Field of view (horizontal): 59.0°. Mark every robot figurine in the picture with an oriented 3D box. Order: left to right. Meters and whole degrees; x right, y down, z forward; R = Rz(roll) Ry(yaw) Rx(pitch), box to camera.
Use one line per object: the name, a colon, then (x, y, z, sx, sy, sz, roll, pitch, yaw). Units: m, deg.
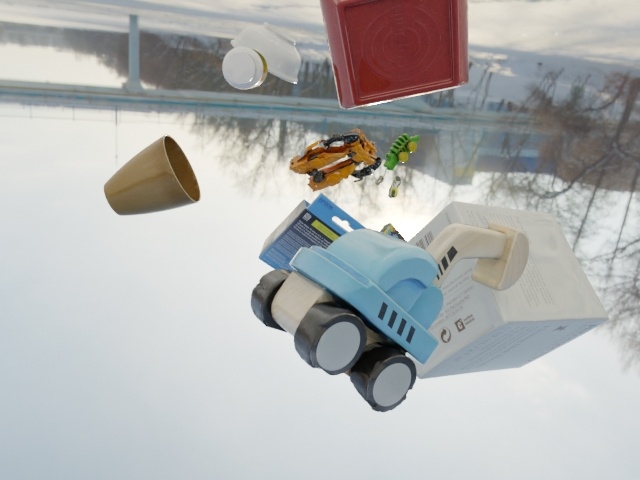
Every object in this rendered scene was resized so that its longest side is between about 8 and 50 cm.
robot figurine: (0.053, -0.266, 1.842, 0.290, 0.211, 0.085, -21, -132, 28)

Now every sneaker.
sneaker: (0.246, -0.181, 1.913, 0.031, 0.083, 0.035, 25, 162, -19)

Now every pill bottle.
pill bottle: (-0.257, -0.584, 1.917, 0.136, 0.137, 0.246, 6, -164, -2)

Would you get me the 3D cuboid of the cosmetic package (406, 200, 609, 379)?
cosmetic package: (0.432, 0.133, 1.458, 0.393, 0.329, 0.328, 3, -125, -32)

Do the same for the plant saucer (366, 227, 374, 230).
plant saucer: (0.158, -0.017, 1.978, 0.083, 0.015, 0.083, -5, -133, 5)

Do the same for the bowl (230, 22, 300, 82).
bowl: (-0.187, -0.748, 2.193, 0.297, 0.134, 0.298, 29, -160, -11)

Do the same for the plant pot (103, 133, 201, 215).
plant pot: (-0.557, -0.184, 1.825, 0.254, 0.237, 0.237, -22, -162, 4)

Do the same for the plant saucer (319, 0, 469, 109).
plant saucer: (0.143, -0.361, 1.023, 0.258, 0.259, 0.048, -10, -136, 6)

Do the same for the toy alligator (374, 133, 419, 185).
toy alligator: (0.201, -0.233, 1.537, 0.190, 0.051, 0.056, -48, -146, -13)

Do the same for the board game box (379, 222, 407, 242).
board game box: (0.270, 0.038, 2.231, 0.170, 0.141, 0.048, -53, -165, -31)

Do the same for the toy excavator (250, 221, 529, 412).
toy excavator: (0.167, 0.075, 1.037, 0.433, 0.445, 0.222, 40, 173, -34)

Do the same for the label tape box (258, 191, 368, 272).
label tape box: (0.000, 0.000, 1.819, 0.249, 0.347, 0.115, 36, -145, -15)
